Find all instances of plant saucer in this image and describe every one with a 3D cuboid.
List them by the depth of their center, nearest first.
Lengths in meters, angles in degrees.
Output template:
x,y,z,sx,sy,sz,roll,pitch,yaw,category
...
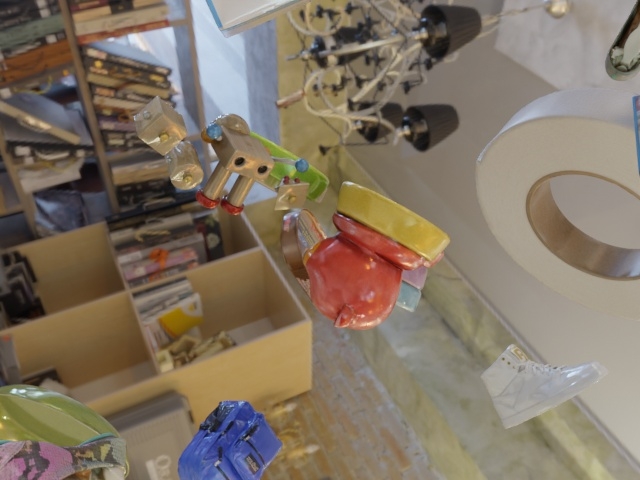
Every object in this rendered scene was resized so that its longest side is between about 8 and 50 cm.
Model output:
x,y,z,sx,sy,sz,roll,pitch,yaw,category
-0.383,0.276,0.909,0.241,0.240,0.037,94,12,-46,plant saucer

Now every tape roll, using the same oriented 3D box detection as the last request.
x,y,z,sx,sy,sz,roll,pitch,yaw,category
0.411,-0.041,0.913,0.392,0.072,0.392,34,-26,19,tape roll

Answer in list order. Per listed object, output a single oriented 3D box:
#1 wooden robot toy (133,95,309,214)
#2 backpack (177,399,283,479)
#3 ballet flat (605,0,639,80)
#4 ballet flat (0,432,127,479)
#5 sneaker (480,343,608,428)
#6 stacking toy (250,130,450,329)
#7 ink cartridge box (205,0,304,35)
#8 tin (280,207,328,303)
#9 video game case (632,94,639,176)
x,y,z,sx,sy,sz,roll,pitch,yaw,category
-0.087,-0.078,0.543,0.076,0.173,0.079,-50,-134,25,wooden robot toy
-0.118,0.277,0.805,0.101,0.120,0.098,-17,-69,48,backpack
0.519,-0.352,0.976,0.072,0.068,0.213,30,-71,18,ballet flat
-0.207,0.207,0.519,0.079,0.077,0.221,42,-10,16,ballet flat
0.505,0.310,1.465,0.292,0.108,0.169,-41,-114,35,sneaker
0.000,0.000,0.733,0.279,0.131,0.309,29,0,15,stacking toy
-0.057,-0.222,0.497,0.143,0.089,0.092,-117,-177,-74,ink cartridge box
-0.009,0.033,0.970,0.106,0.040,0.190,-79,149,-41,tin
0.433,-0.129,0.677,0.015,0.166,0.119,49,44,-44,video game case
